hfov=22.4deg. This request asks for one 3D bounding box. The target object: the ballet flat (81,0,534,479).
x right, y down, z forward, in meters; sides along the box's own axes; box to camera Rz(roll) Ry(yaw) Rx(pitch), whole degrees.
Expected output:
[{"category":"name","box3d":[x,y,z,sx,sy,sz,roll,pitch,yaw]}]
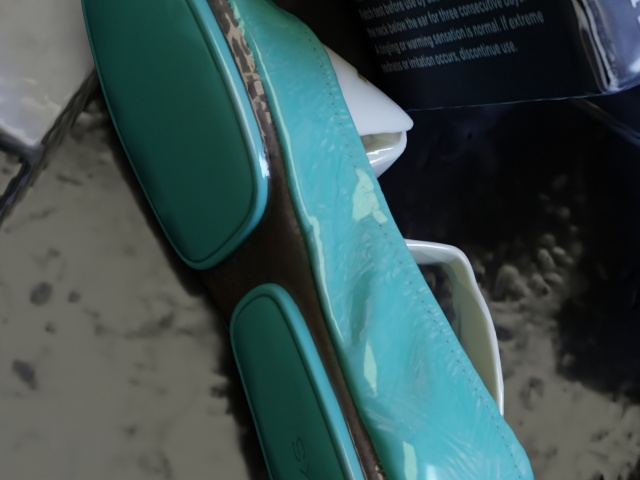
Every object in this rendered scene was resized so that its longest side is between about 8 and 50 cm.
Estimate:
[{"category":"ballet flat","box3d":[0.000,0.000,0.521,0.087,0.083,0.247,-14,76,-37]}]

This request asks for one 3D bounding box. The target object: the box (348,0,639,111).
[{"category":"box","box3d":[0.118,-0.233,0.502,0.296,0.183,0.294,-26,100,-14]}]
